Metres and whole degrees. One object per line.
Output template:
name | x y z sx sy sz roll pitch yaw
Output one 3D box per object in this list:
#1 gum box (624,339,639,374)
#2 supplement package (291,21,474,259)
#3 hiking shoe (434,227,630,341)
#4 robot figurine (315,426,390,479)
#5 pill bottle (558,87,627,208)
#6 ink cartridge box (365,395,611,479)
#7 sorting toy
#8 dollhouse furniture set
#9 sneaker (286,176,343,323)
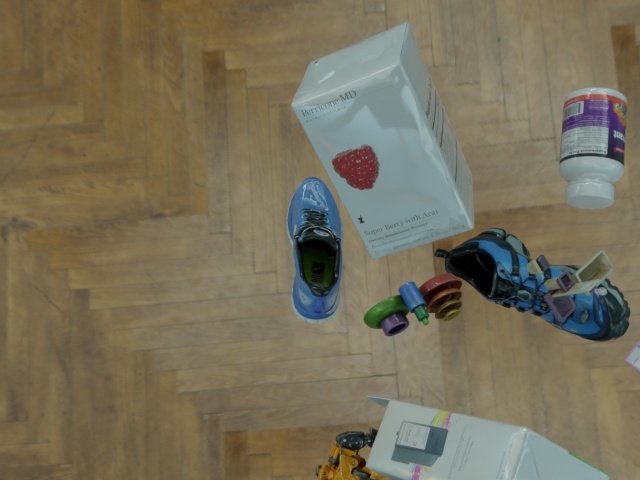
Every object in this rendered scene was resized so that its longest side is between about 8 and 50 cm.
gum box | 0.719 0.206 1.577 0.062 0.107 0.188 42 102 36
supplement package | 0.106 -0.151 1.184 0.177 0.175 0.293 -18 119 21
hiking shoe | 0.326 0.083 1.187 0.304 0.132 0.113 30 125 45
robot figurine | 0.121 0.474 1.439 0.291 0.085 0.211 22 83 -11
pill bottle | 0.474 -0.158 1.328 0.108 0.108 0.193 6 77 7
ink cartridge box | 0.220 0.342 1.155 0.207 0.353 0.119 32 71 -28
sorting toy | 0.093 0.068 0.722 0.102 0.061 0.042 -27 63 2
dollhouse furniture set | 0.339 0.032 0.959 0.114 0.081 0.091 -35 95 -28
sneaker | 0.000 0.000 1.587 0.130 0.147 0.330 1 59 -10
